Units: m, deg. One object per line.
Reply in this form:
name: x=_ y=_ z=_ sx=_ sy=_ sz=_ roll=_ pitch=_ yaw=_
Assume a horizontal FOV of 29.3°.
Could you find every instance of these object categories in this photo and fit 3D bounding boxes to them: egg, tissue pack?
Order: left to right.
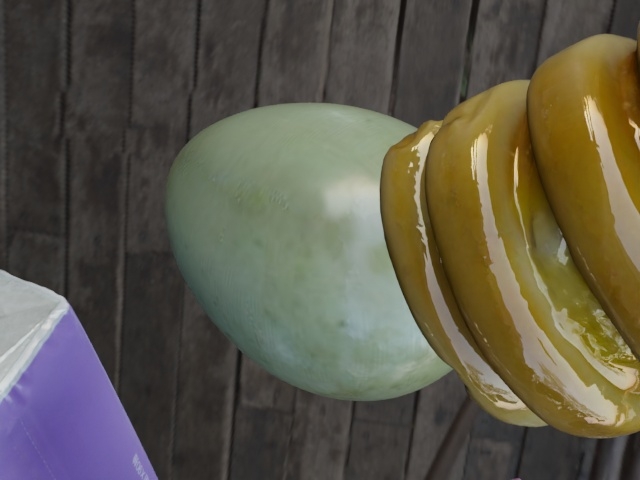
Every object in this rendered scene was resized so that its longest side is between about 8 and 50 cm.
tissue pack: x=-0.298 y=0.221 z=1.153 sx=0.160 sy=0.242 sz=0.338 roll=17 pitch=143 yaw=28
egg: x=0.000 y=0.000 z=0.950 sx=0.295 sy=0.218 sz=0.218 roll=25 pitch=118 yaw=26

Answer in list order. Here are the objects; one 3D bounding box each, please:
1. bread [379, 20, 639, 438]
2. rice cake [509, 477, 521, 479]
bread: x=0.174 y=-0.020 z=0.491 sx=0.311 sy=0.121 sz=0.173 roll=-26 pitch=110 yaw=30
rice cake: x=0.060 y=0.203 z=0.829 sx=0.206 sy=0.036 sz=0.047 roll=-10 pitch=149 yaw=-30
